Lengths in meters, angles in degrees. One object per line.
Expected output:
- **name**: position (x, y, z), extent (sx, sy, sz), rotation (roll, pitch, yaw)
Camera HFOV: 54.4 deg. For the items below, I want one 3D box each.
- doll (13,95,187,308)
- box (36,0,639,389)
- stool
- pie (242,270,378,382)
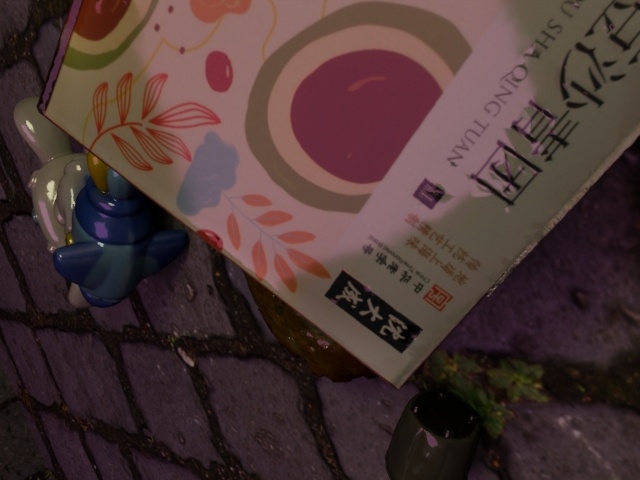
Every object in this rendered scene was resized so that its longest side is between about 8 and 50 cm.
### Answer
- **doll**: position (-0.367, -0.028, 0.987), extent (0.366, 0.187, 0.376), rotation (15, 139, 48)
- **box**: position (0.015, -0.138, 0.467), extent (0.385, 0.122, 0.344), rotation (37, 119, 6)
- **stool**: position (0.127, 0.229, 0.696), extent (0.096, 0.096, 0.110), rotation (29, 123, 32)
- **pie**: position (0.000, 0.000, 0.697), extent (0.288, 0.103, 0.354), rotation (13, 122, 41)
